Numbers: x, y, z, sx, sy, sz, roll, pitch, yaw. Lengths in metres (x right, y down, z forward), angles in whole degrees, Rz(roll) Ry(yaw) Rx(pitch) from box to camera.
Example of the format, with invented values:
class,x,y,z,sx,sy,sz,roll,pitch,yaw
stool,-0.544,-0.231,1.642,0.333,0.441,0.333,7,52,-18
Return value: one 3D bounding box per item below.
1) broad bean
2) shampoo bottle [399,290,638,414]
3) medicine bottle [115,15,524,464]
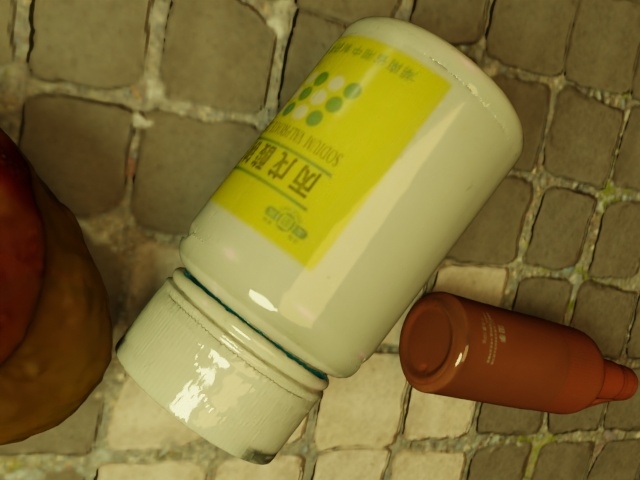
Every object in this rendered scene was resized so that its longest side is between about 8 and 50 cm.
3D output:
class,x,y,z,sx,sy,sz,roll,pitch,yaw
broad bean,-0.205,0.017,0.340,0.156,0.122,0.228,-33,111,-16
shampoo bottle,0.183,0.107,0.567,0.244,0.085,0.085,18,95,-29
medicine bottle,0.000,0.000,0.419,0.143,0.143,0.258,39,86,-28
